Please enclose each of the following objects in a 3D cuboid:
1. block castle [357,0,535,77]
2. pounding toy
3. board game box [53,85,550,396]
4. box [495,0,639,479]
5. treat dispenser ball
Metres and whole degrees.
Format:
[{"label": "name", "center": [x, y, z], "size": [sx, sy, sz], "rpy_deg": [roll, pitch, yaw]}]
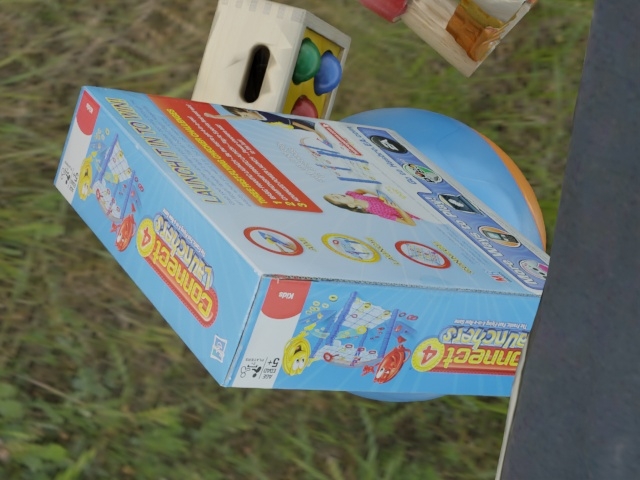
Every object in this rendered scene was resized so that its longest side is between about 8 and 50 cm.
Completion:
[{"label": "block castle", "center": [0.226, -0.411, 1.793], "size": [0.213, 0.303, 0.453], "rpy_deg": [41, 81, 2]}, {"label": "pounding toy", "center": [-0.034, -0.108, 1.573], "size": [0.094, 0.206, 0.181], "rpy_deg": [16, 91, 20]}, {"label": "board game box", "center": [0.000, 0.000, 1.301], "size": [0.302, 0.308, 0.086], "rpy_deg": [5, 115, -34]}, {"label": "box", "center": [0.287, 0.129, 0.285], "size": [0.297, 0.471, 0.480], "rpy_deg": [-7, 114, -41]}, {"label": "treat dispenser ball", "center": [0.077, 0.015, 1.706], "size": [0.288, 0.288, 0.288], "rpy_deg": [-1, 93, -25]}]
